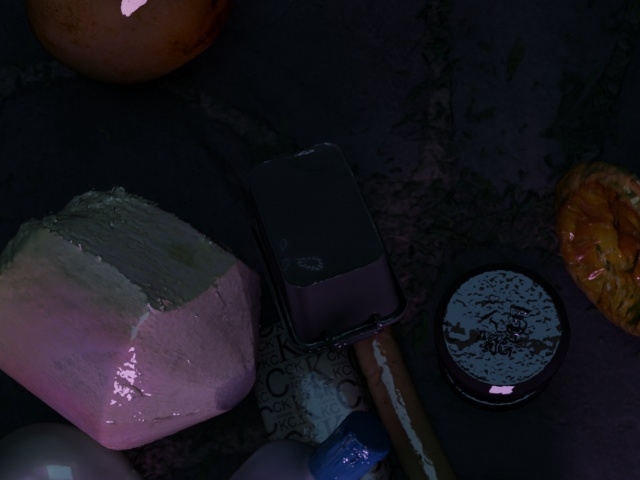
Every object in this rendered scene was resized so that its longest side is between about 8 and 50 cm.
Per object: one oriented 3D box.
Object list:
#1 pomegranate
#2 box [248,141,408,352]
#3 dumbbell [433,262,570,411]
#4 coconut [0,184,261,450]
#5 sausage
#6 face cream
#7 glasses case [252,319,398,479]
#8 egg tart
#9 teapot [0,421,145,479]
[{"bbox_3d":[-0.274,-0.362,1.410,0.319,0.319,0.319,-2,77,7],"label":"pomegranate"},{"bbox_3d":[0.000,0.000,1.329,0.163,0.135,0.243,-18,55,-3],"label":"box"},{"bbox_3d":[0.214,0.121,1.270,0.152,0.218,0.153,-2,76,7],"label":"dumbbell"},{"bbox_3d":[-0.216,0.099,1.287,0.309,0.297,0.297,27,82,15],"label":"coconut"},{"bbox_3d":[0.097,0.194,1.349,0.065,0.066,0.301,-23,74,1],"label":"sausage"},{"bbox_3d":[-0.040,0.323,1.244,0.337,0.080,0.163,-49,66,28],"label":"face cream"},{"bbox_3d":[0.013,0.264,1.329,0.137,0.085,0.355,-21,75,5],"label":"glasses case"},{"bbox_3d":[0.379,0.005,1.278,0.106,0.241,0.241,-25,74,-19],"label":"egg tart"},{"bbox_3d":[-0.271,0.315,1.269,0.318,0.220,0.149,-18,35,28],"label":"teapot"}]
